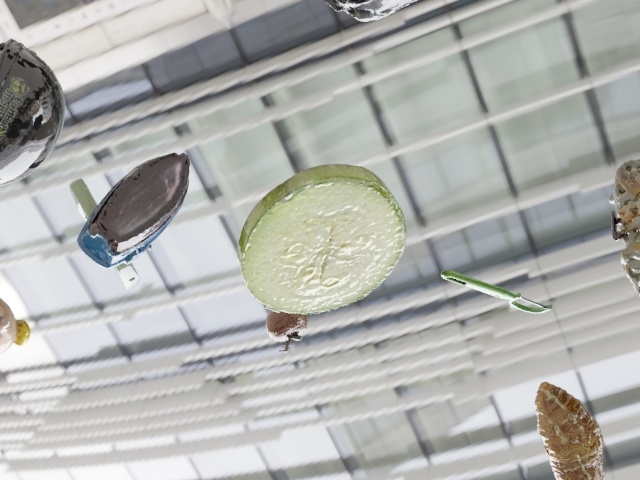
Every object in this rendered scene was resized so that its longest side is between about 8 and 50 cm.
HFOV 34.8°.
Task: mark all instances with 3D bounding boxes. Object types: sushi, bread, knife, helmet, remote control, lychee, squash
[{"bbox_3d":[0.604,0.045,1.660,0.175,0.417,0.417,-20,-154,21],"label":"sushi"},{"bbox_3d":[0.432,0.347,1.729,0.105,0.233,0.076,-20,-176,-29],"label":"bread"},{"bbox_3d":[0.289,0.087,1.722,0.054,0.212,0.015,-31,-136,59],"label":"knife"},{"bbox_3d":[-0.517,-0.187,1.696,0.230,0.160,0.279,-12,-123,65],"label":"helmet"},{"bbox_3d":[-0.423,-0.014,1.994,0.038,0.098,0.233,-30,-112,-12],"label":"remote control"},{"bbox_3d":[-0.090,0.217,2.570,0.114,0.140,0.101,9,165,-40],"label":"lychee"},{"bbox_3d":[0.002,0.003,1.269,0.219,0.219,0.041,-26,-134,-3],"label":"squash"}]

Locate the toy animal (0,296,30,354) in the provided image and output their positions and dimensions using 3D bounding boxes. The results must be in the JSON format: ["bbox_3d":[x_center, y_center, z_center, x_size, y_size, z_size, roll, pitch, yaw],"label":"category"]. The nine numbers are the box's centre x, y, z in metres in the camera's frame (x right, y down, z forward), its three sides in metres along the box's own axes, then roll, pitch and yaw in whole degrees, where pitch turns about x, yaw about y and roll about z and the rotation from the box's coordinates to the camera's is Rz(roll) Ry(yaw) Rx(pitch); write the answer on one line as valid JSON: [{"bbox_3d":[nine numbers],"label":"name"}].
[{"bbox_3d":[-0.640,0.165,1.887,0.248,0.165,0.149,-31,-167,44],"label":"toy animal"}]

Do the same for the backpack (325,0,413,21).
[{"bbox_3d":[0.104,-0.442,1.563,0.258,0.133,0.206,-36,-113,-2],"label":"backpack"}]

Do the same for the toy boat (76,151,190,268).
[{"bbox_3d":[-0.259,-0.044,1.471,0.223,0.100,0.097,-53,-175,-38],"label":"toy boat"}]
